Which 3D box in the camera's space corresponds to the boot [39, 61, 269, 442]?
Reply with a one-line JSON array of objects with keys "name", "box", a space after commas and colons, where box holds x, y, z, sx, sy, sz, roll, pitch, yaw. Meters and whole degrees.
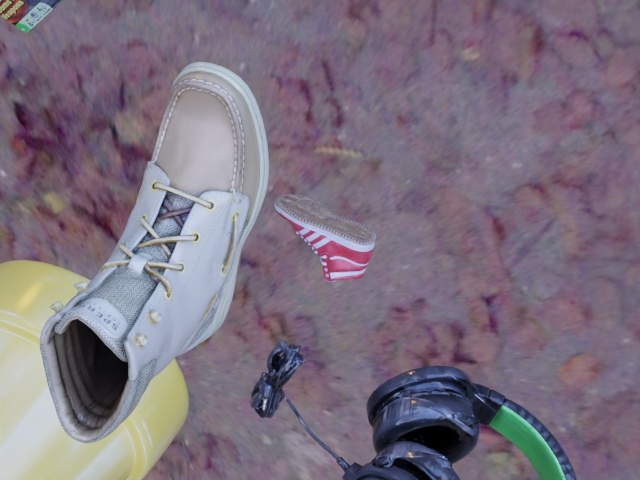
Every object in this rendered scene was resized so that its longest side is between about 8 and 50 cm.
[{"name": "boot", "box": [-0.104, 0.007, 0.786, 0.077, 0.165, 0.213, 20, 120, 14]}]

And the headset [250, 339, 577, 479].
[{"name": "headset", "box": [0.111, 0.231, 1.401, 0.394, 0.185, 0.243, 21, 45, -3]}]

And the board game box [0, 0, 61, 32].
[{"name": "board game box", "box": [-0.144, -0.230, 0.708, 0.136, 0.260, 0.030, 36, 39, -29]}]

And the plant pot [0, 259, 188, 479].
[{"name": "plant pot", "box": [-0.292, 0.188, 1.206, 0.254, 0.254, 0.239, 36, 51, -3]}]

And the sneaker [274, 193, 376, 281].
[{"name": "sneaker", "box": [0.000, 0.000, 1.316, 0.118, 0.067, 0.042, 27, 43, 20]}]
